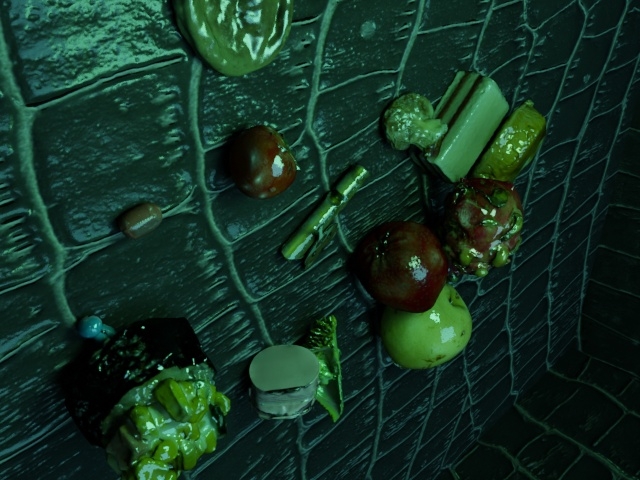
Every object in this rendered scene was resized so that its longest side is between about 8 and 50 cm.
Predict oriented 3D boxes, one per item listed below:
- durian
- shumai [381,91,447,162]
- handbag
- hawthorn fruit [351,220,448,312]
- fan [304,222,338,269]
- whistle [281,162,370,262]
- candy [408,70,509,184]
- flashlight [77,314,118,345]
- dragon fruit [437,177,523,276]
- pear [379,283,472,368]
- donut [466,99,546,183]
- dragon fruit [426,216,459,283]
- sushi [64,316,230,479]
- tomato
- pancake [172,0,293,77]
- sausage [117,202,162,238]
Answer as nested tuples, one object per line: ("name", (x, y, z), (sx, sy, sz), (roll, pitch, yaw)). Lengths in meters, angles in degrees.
("durian", (0.025, 0.362, 1.902), (0.158, 0.170, 0.355), (-31, 135, -30))
("shumai", (0.275, -0.312, 1.760), (0.210, 0.153, 0.161), (-5, 124, -48))
("handbag", (-0.102, 0.394, 1.772), (0.205, 0.179, 0.116), (-6, 130, -5))
("hawthorn fruit", (0.259, 0.091, 1.885), (0.265, 0.265, 0.307), (-51, 123, -11))
("fan", (0.000, 0.000, 1.688), (0.152, 0.008, 0.226), (-50, 167, -12))
("whistle", (0.012, -0.071, 1.691), (0.326, 0.057, 0.068), (-51, 164, -8))
("candy", (0.420, -0.337, 1.914), (0.320, 0.135, 0.179), (-57, 141, -4))
("flashlight", (-0.463, 0.200, 1.347), (0.051, 0.051, 0.129), (-49, 145, -14))
("dragon fruit", (0.477, -0.034, 1.887), (0.269, 0.251, 0.290), (99, 4, -80))
("pear", (0.345, 0.275, 2.112), (0.309, 0.309, 0.309), (-27, 132, -35))
("donut", (0.603, -0.287, 2.041), (0.330, 0.160, 0.330), (-46, 172, -8))
("dragon fruit", (0.420, 0.036, 2.096), (0.273, 0.218, 0.198), (-43, 177, -20))
("sushi", (-0.338, 0.364, 1.375), (0.329, 0.285, 0.327), (-41, 149, -26))
("tomato", (-0.128, -0.168, 1.403), (0.167, 0.167, 0.167), (-27, 132, -35))
("pancake", (-0.160, -0.461, 1.248), (0.295, 0.050, 0.294), (-26, 131, -34))
("sausage", (-0.363, -0.039, 1.293), (0.094, 0.054, 0.059), (-33, 135, -30))
